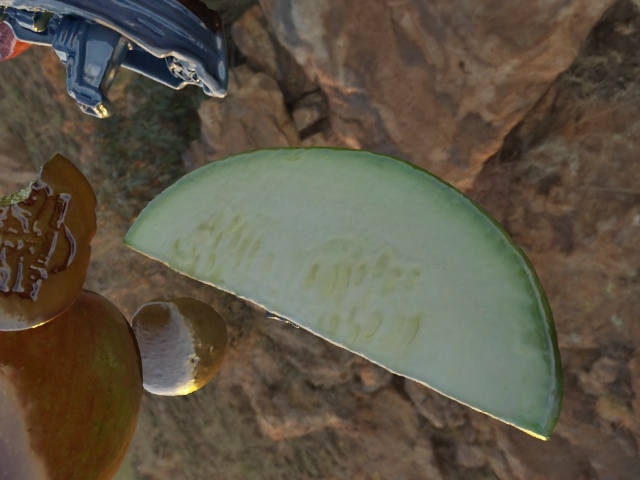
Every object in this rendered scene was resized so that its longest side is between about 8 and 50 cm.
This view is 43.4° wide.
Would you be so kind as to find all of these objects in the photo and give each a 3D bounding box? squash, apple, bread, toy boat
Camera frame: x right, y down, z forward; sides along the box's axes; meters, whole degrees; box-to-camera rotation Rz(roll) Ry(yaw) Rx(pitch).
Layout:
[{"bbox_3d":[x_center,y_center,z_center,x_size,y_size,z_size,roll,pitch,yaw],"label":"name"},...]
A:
[{"bbox_3d":[0.000,0.000,0.464,0.203,0.111,0.289,26,175,-12],"label":"squash"},{"bbox_3d":[-0.384,0.188,0.953,0.339,0.340,0.339,42,150,31],"label":"apple"},{"bbox_3d":[-0.257,0.009,0.664,0.086,0.156,0.125,0,112,60],"label":"bread"},{"bbox_3d":[-0.238,-0.206,0.824,0.309,0.142,0.129,19,169,2],"label":"toy boat"}]

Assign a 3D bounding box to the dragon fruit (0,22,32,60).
[{"bbox_3d":[-0.500,-0.397,1.168,0.269,0.250,0.291,-42,42,29],"label":"dragon fruit"}]

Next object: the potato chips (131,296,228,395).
[{"bbox_3d":[-0.210,0.169,1.212,0.049,0.150,0.201,-112,24,-46],"label":"potato chips"}]
